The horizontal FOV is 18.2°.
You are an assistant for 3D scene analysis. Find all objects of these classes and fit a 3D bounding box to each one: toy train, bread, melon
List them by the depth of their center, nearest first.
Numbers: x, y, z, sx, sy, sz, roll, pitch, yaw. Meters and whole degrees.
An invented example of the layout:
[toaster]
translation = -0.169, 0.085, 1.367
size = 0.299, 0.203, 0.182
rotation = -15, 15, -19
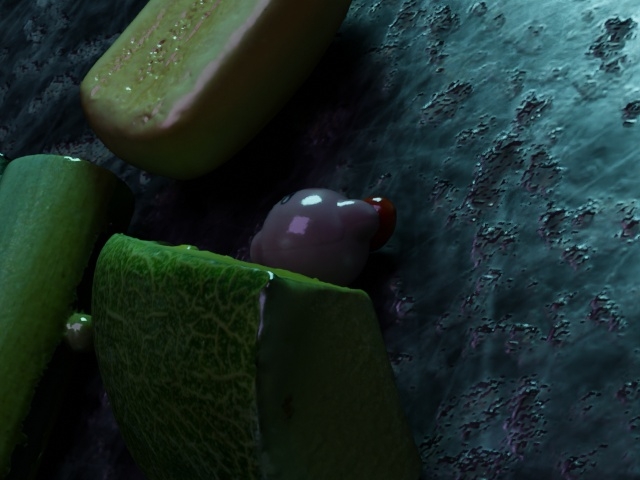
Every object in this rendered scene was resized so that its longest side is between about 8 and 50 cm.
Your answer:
[melon]
translation = -0.069, 0.077, 1.174
size = 0.124, 0.196, 0.323
rotation = -18, 19, -26
[toy train]
translation = -0.240, 0.060, 1.339
size = 0.189, 0.126, 0.307
rotation = -11, 47, 35
[bread]
translation = -0.064, -0.133, 1.386
size = 0.217, 0.098, 0.147
rotation = -51, 38, -6

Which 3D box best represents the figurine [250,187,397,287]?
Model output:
[figurine]
translation = 0.000, 0.000, 1.223
size = 0.083, 0.071, 0.067
rotation = -25, 82, 36
